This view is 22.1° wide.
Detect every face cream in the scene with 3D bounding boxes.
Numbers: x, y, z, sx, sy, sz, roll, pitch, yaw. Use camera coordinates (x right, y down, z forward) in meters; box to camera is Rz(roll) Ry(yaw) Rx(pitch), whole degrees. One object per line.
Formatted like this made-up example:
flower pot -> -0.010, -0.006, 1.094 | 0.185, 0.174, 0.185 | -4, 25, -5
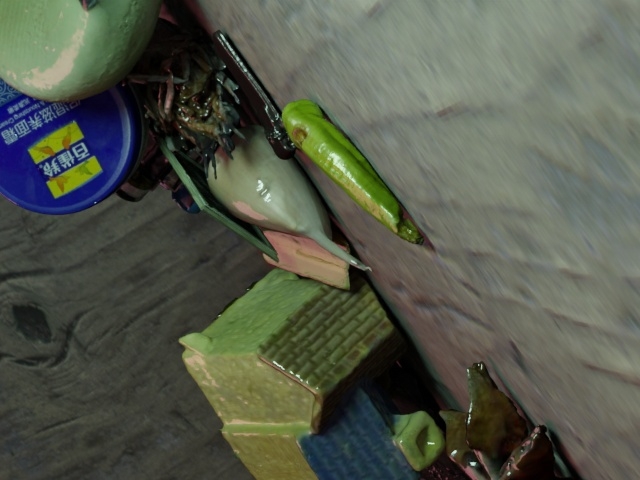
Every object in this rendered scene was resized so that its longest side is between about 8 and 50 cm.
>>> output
face cream -> -0.315, -0.139, 2.002 | 0.206, 0.206, 0.111 | 56, -168, -4

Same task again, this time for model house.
model house -> 0.029, 0.187, 2.113 | 0.266, 0.261, 0.321 | -7, 120, 54

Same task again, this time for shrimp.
shrimp -> -0.159, -0.178, 1.961 | 0.145, 0.116, 0.343 | 57, -179, -37

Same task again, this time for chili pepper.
chili pepper -> 0.019, -0.068, 1.453 | 0.208, 0.043, 0.049 | 51, 161, 37

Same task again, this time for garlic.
garlic -> -0.048, -0.050, 1.952 | 0.266, 0.148, 0.128 | 56, 141, 46

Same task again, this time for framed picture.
framed picture -> -0.128, -0.054, 2.027 | 0.142, 0.011, 0.183 | 36, -169, -39

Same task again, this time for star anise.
star anise -> 0.199, 0.244, 1.543 | 0.288, 0.088, 0.288 | 53, 161, 27

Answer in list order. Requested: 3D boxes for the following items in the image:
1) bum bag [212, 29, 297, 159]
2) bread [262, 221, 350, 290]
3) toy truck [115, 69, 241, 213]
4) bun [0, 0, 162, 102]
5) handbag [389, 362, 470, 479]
bum bag -> -0.076, -0.160, 1.826 | 0.159, 0.026, 0.109 | 55, 176, 2
bread -> 0.004, 0.001, 2.053 | 0.139, 0.084, 0.074 | 18, 123, 33
toy truck -> -0.269, -0.190, 2.145 | 0.367, 0.146, 0.175 | 40, -152, -10
bun -> -0.275, -0.299, 1.853 | 0.283, 0.179, 0.283 | 12, 109, 40
handbag -> 0.138, 0.264, 2.354 | 0.270, 0.088, 0.175 | 58, 166, -28
